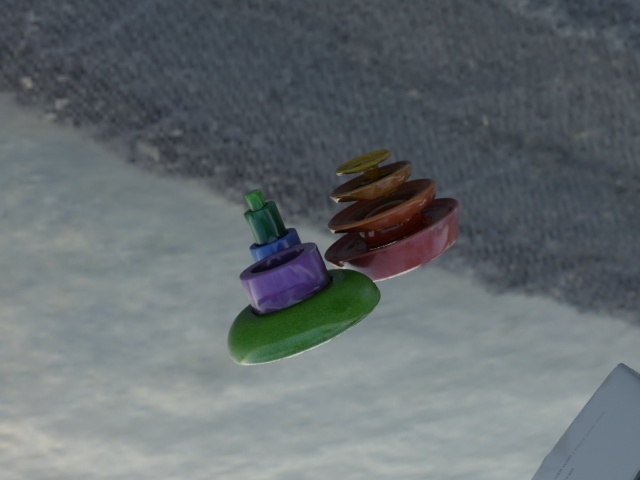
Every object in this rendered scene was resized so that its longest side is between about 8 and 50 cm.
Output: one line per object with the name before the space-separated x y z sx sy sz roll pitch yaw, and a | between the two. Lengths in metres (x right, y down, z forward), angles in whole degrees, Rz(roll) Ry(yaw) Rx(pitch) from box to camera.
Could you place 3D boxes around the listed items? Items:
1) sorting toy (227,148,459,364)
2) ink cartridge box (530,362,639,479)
sorting toy | 0.000 0.000 0.479 0.061 0.042 0.102 -12 -163 45
ink cartridge box | 0.189 0.143 0.635 0.139 0.191 0.082 32 97 -14
